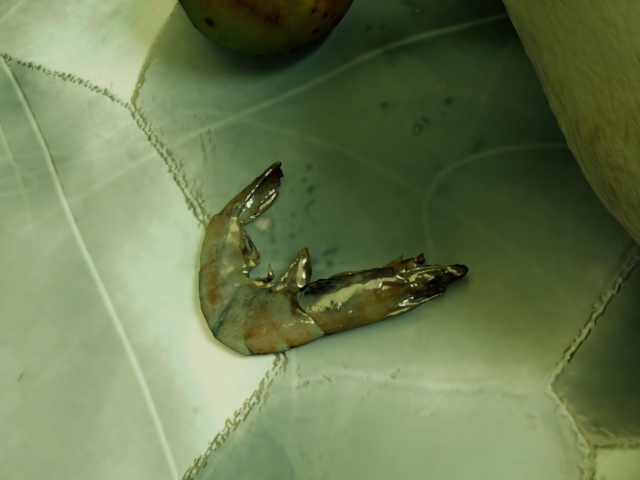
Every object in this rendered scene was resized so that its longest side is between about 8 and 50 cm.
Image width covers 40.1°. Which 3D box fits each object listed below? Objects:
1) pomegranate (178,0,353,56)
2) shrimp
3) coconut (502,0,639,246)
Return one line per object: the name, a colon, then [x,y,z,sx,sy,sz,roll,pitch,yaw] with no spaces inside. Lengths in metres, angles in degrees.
pomegranate: [-0.057,-0.229,0.709,0.205,0.159,0.159,17,67,45]
shrimp: [0.001,0.001,0.643,0.195,0.035,0.148,-15,60,6]
coconut: [0.306,-0.126,0.451,0.405,0.404,0.404,-5,64,9]
